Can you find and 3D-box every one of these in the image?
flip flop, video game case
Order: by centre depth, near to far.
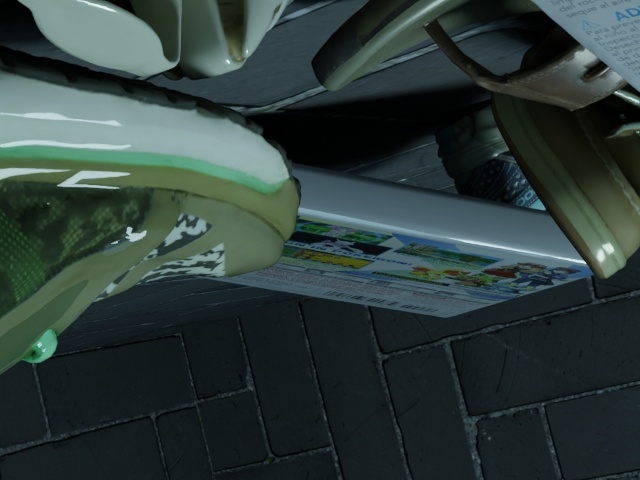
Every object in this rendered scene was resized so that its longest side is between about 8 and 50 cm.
[{"bbox_3d":[0.131,-0.103,0.614,0.277,0.080,0.112,-12,174,-20],"label":"flip flop"},{"bbox_3d":[0.000,0.000,0.993,0.328,0.036,0.300,10,168,-15],"label":"video game case"}]

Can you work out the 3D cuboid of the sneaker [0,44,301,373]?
[{"bbox_3d":[-0.158,0.020,0.408,0.158,0.182,0.410,19,-171,31],"label":"sneaker"}]

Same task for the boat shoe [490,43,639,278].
[{"bbox_3d":[0.157,-0.071,0.732,0.089,0.105,0.285,-30,-165,21],"label":"boat shoe"}]

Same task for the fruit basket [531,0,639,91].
[{"bbox_3d":[0.248,-0.100,0.467,0.327,0.166,0.353,-11,146,41],"label":"fruit basket"}]

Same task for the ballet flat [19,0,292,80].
[{"bbox_3d":[-0.052,-0.082,0.428,0.072,0.068,0.213,-17,174,20],"label":"ballet flat"}]

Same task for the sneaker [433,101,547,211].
[{"bbox_3d":[0.225,-0.058,1.102,0.283,0.122,0.110,-11,175,-24],"label":"sneaker"}]
